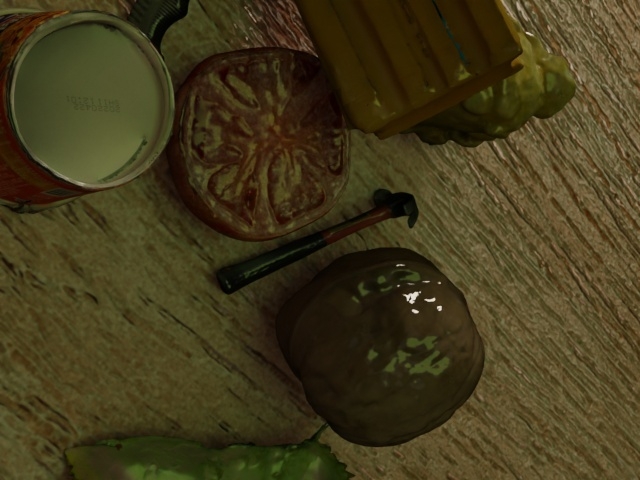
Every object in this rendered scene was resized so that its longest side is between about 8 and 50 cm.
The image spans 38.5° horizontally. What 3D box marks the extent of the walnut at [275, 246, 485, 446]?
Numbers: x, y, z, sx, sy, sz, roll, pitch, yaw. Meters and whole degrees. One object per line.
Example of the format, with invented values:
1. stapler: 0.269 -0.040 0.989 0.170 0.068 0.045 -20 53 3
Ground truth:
1. walnut: 0.076 0.123 1.105 0.248 0.248 0.248 -4 97 -36

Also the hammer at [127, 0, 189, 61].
1. hammer: -0.144 -0.291 0.997 0.159 0.041 0.226 34 90 7

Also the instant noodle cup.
1. instant noodle cup: -0.249 -0.129 0.886 0.213 0.174 0.213 -4 97 -37

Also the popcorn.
1. popcorn: 0.191 -0.218 1.173 0.266 0.233 0.192 2 88 -10

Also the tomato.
1. tomato: -0.076 -0.116 1.066 0.237 0.095 0.236 -3 97 -32

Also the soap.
1. soap: 0.071 -0.295 1.033 0.204 0.096 0.324 -25 82 11

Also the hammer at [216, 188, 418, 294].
1. hammer: 0.000 -0.001 1.145 0.288 0.111 0.033 -24 109 -23

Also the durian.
1. durian: -0.105 0.305 1.054 0.356 0.157 0.169 2 86 -33
